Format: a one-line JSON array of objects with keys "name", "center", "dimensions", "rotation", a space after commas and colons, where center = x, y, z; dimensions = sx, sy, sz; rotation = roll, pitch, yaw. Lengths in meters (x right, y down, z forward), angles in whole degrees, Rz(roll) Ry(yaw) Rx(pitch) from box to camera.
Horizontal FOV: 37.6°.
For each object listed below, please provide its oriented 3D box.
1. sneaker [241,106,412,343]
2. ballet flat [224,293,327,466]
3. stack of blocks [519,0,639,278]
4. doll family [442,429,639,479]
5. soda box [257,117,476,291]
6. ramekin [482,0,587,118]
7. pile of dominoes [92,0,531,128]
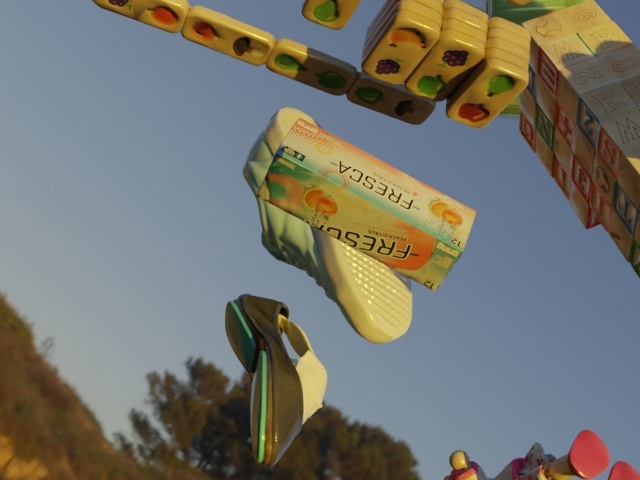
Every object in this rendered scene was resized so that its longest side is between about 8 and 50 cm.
[{"name": "sneaker", "center": [0.000, 0.000, 1.288], "dimensions": [0.150, 0.135, 0.366], "rotation": [-46, -124, 36]}, {"name": "ballet flat", "center": [-0.046, 0.148, 1.095], "dimensions": [0.280, 0.096, 0.095], "rotation": [-111, -153, -55]}, {"name": "stack of blocks", "center": [0.315, -0.092, 0.992], "dimensions": [0.171, 0.087, 0.297], "rotation": [76, -8, -51]}, {"name": "doll family", "center": [0.166, 0.243, 0.567], "dimensions": [0.263, 0.118, 0.163], "rotation": [41, -47, -4]}, {"name": "soda box", "center": [0.041, -0.032, 0.829], "dimensions": [0.183, 0.063, 0.058], "rotation": [28, -47, 1]}, {"name": "ramekin", "center": [0.355, -0.346, 1.601], "dimensions": [0.148, 0.303, 0.303], "rotation": [0, -31, 6]}, {"name": "pile of dominoes", "center": [0.003, -0.138, 0.534], "dimensions": [0.251, 0.040, 0.196], "rotation": [18, -29, -15]}]
